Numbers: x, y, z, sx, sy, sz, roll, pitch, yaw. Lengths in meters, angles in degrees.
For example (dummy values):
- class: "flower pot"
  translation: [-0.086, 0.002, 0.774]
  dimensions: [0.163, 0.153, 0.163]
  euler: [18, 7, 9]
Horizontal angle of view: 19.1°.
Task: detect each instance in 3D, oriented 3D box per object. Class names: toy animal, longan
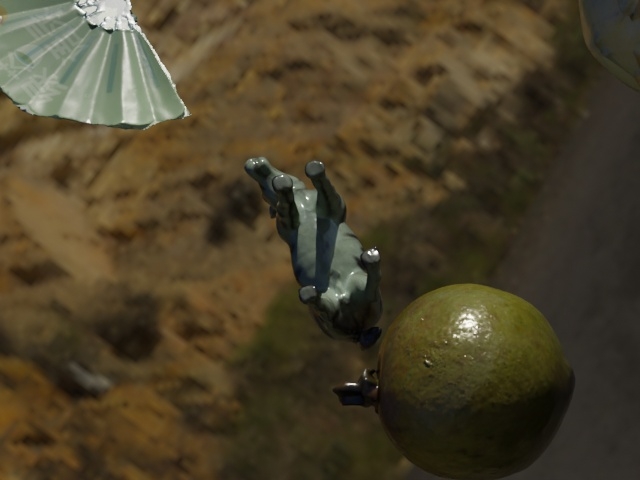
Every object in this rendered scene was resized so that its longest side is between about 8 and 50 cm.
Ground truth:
- class: "toy animal"
  translation: [-0.005, -0.013, 1.812]
  dimensions: [0.090, 0.255, 0.170]
  euler: [-21, -40, -1]
- class: "longan"
  translation: [0.096, 0.105, 1.381]
  dimensions: [0.155, 0.176, 0.145]
  euler: [67, -166, -71]

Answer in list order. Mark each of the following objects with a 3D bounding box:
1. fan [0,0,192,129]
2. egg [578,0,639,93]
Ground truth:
- class: "fan"
  translation: [-0.194, -0.152, 1.426]
  dimensions: [0.131, 0.240, 0.009]
  euler: [-39, -25, -22]
- class: "egg"
  translation: [0.297, -0.190, 1.388]
  dimensions: [0.201, 0.244, 0.201]
  euler: [180, 90, -66]
